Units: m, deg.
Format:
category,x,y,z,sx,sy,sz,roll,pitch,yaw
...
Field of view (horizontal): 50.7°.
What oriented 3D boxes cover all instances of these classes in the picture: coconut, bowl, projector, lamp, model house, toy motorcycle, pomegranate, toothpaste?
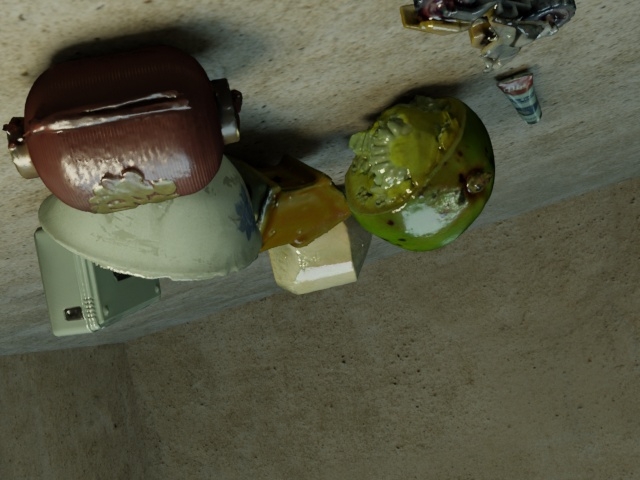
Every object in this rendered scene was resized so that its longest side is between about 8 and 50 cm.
category,x,y,z,sx,sy,sz,roll,pitch,yaw
coconut,0.000,0.000,1.567,0.244,0.239,0.239,-13,170,0
bowl,-0.216,-0.084,0.935,0.313,0.146,0.313,14,-157,-6
projector,-0.386,0.047,1.214,0.099,0.192,0.256,-8,-175,13
lamp,-0.210,-0.125,0.750,0.257,0.180,0.180,-12,169,-6
model house,-0.080,-0.086,1.202,0.239,0.174,0.268,-14,-146,-35
toy motorcycle,0.195,-0.261,0.814,0.229,0.094,0.129,-3,167,-30
pomegranate,0.153,-0.116,1.149,0.260,0.261,0.340,-11,-166,-18
toothpaste,0.367,-0.257,1.223,0.062,0.039,0.239,-11,169,23
